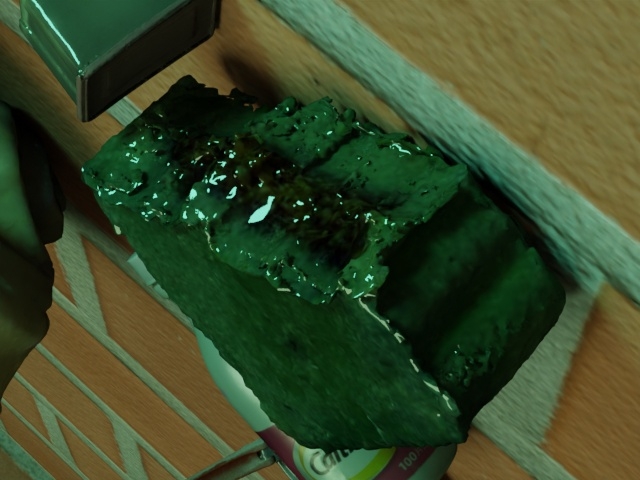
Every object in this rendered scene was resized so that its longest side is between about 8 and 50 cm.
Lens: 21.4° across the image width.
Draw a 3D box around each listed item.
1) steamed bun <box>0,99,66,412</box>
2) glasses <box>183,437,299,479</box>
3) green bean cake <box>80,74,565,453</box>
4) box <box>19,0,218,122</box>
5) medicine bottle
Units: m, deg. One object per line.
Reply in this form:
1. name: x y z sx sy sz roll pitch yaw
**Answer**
1. steamed bun: -0.304 -0.018 1.235 0.346 0.238 0.394 -17 -96 -81
2. glasses: -0.068 0.212 1.161 0.234 0.268 0.118 14 125 61
3. green bean cake: 0.000 0.000 0.795 0.193 0.107 0.208 52 160 -10
4. box: -0.100 -0.110 0.815 0.063 0.085 0.060 49 163 9
5. medicine bottle: -0.019 0.070 1.006 0.216 0.090 0.090 48 162 -7
